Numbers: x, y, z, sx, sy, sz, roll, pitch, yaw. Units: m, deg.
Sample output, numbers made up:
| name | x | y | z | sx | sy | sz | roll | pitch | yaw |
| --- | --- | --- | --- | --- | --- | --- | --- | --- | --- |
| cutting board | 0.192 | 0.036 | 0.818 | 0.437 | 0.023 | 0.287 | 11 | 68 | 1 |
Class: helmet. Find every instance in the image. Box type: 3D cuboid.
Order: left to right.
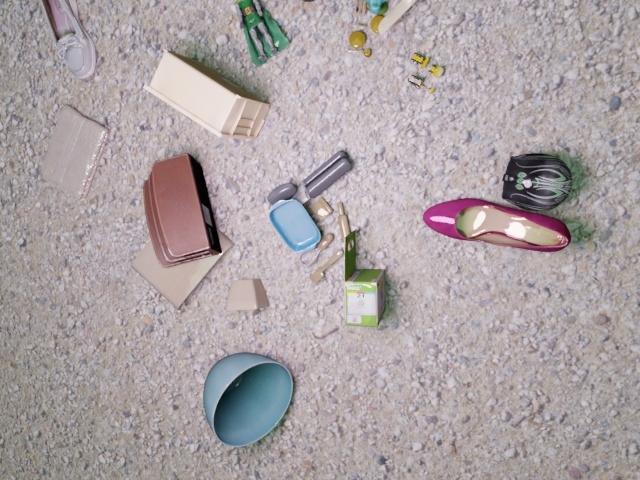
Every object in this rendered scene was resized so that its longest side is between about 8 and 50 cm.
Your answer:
| name | x | y | z | sx | sy | sz | roll | pitch | yaw |
| --- | --- | --- | --- | --- | --- | --- | --- | --- | --- |
| helmet | 0.579 | -0.154 | 1.252 | 0.161 | 0.169 | 0.170 | 15 | 103 | 29 |

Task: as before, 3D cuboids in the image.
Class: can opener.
| name | x | y | z | sx | sy | sz | roll | pitch | yaw |
| --- | --- | --- | --- | --- | --- | --- | --- | --- | --- |
| can opener | -0.032 | -0.171 | 1.427 | 0.280 | 0.093 | 0.074 | -34 | 50 | 15 |

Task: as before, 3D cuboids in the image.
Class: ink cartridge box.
| name | x | y | z | sx | sy | sz | roll | pitch | yaw |
| --- | --- | --- | --- | --- | --- | --- | --- | --- | --- |
| ink cartridge box | 0.132 | 0.104 | 1.382 | 0.097 | 0.189 | 0.255 | 1 | 99 | 15 |

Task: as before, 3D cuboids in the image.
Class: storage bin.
| name | x | y | z | sx | sy | sz | roll | pitch | yaw |
| --- | --- | --- | --- | --- | --- | --- | --- | --- | --- |
| storage bin | -0.314 | -0.416 | 1.370 | 0.262 | 0.260 | 0.123 | 33 | 106 | 7 |

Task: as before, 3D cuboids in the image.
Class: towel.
| name | x | y | z | sx | sy | sz | roll | pitch | yaw |
| --- | --- | --- | --- | --- | --- | --- | --- | --- | --- |
| towel | -0.855 | -0.301 | 1.636 | 0.187 | 0.049 | 0.282 | 30 | 104 | 6 |

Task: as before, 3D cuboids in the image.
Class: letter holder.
| name | x | y | z | sx | sy | sz | roll | pitch | yaw |
| --- | --- | --- | --- | --- | --- | --- | --- | --- | --- |
| letter holder | -0.458 | -0.085 | 1.460 | 0.214 | 0.152 | 0.302 | -14 | 82 | -1 |

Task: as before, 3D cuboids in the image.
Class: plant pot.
| name | x | y | z | sx | sy | sz | roll | pitch | yaw |
| --- | --- | --- | --- | --- | --- | --- | --- | --- | --- |
| plant pot | -0.263 | 0.482 | 1.523 | 0.195 | 0.290 | 0.290 | 23 | 107 | 46 |
| plant pot | -0.240 | 0.175 | 1.535 | 0.109 | 0.109 | 0.096 | -6 | 86 | 15 |

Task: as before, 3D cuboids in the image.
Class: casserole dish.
| name | x | y | z | sx | sy | sz | roll | pitch | yaw |
| --- | --- | --- | --- | --- | --- | --- | --- | --- | --- |
| casserole dish | -0.078 | -0.049 | 1.438 | 0.114 | 0.037 | 0.188 | -28 | 114 | 14 |

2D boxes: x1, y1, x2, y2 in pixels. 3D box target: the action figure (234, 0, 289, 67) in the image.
| name | x | y | z | sx | sy | sz | roll | pitch | yaw |
| --- | --- | --- | --- | --- | --- | --- | --- | --- | --- |
| action figure | -0.200 | -0.659 | 1.409 | 0.137 | 0.063 | 0.232 | -25 | 89 | 20 |

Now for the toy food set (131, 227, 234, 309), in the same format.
| name | x | y | z | sx | sy | sz | roll | pitch | yaw |
| --- | --- | --- | --- | --- | --- | --- | --- | --- | --- |
| toy food set | -0.465 | 0.056 | 1.586 | 0.219 | 0.092 | 0.306 | 41 | 98 | 5 |

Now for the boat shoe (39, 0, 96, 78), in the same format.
| name | x | y | z | sx | sy | sz | roll | pitch | yaw |
| --- | --- | --- | --- | --- | --- | --- | --- | --- | --- |
| boat shoe | -0.837 | -0.692 | 1.537 | 0.118 | 0.103 | 0.321 | -13 | 96 | 16 |

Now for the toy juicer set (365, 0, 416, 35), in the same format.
| name | x | y | z | sx | sy | sz | roll | pitch | yaw |
| --- | --- | --- | --- | --- | --- | --- | --- | --- | --- |
| toy juicer set | 0.190 | -0.736 | 1.290 | 0.209 | 0.089 | 0.329 | -24 | 84 | 4 |

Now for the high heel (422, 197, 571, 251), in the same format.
| name | x | y | z | sx | sy | sz | roll | pitch | yaw |
| --- | --- | --- | --- | --- | --- | --- | --- | --- | --- |
| high heel | 0.469 | -0.044 | 1.277 | 0.377 | 0.181 | 0.127 | 4 | 100 | 13 |

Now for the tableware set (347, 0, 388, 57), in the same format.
| name | x | y | z | sx | sy | sz | roll | pitch | yaw |
| --- | --- | --- | --- | --- | --- | --- | --- | --- | --- |
| tableware set | 0.138 | -0.610 | 1.352 | 0.104 | 0.024 | 0.154 | 10 | 100 | 9 |

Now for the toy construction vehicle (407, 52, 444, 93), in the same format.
| name | x | y | z | sx | sy | sz | roll | pitch | yaw |
| --- | --- | --- | --- | --- | --- | --- | --- | --- | --- |
| toy construction vehicle | 0.292 | -0.472 | 1.333 | 0.098 | 0.035 | 0.086 | 26 | 93 | 6 |

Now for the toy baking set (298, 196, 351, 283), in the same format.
| name | x | y | z | sx | sy | sz | roll | pitch | yaw |
| --- | --- | --- | --- | --- | --- | --- | --- | --- | --- |
| toy baking set | 0.006 | -0.003 | 1.481 | 0.196 | 0.030 | 0.256 | -16 | 89 | 22 |
